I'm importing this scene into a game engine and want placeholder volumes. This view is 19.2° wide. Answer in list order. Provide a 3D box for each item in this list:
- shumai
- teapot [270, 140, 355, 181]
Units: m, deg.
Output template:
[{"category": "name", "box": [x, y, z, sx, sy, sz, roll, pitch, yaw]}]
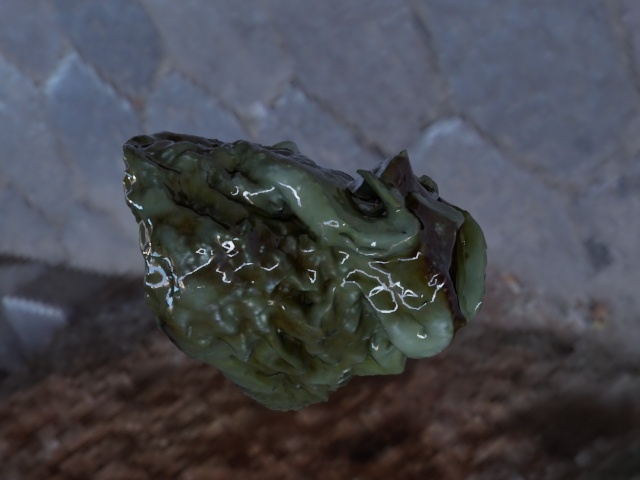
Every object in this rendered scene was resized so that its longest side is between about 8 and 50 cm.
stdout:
[{"category": "shumai", "box": [-0.002, 0.001, 1.284, 0.256, 0.218, 0.189, 39, -138, -59]}, {"category": "teapot", "box": [-0.019, -0.042, 2.028, 0.124, 0.092, 0.091, 34, -169, 23]}]
